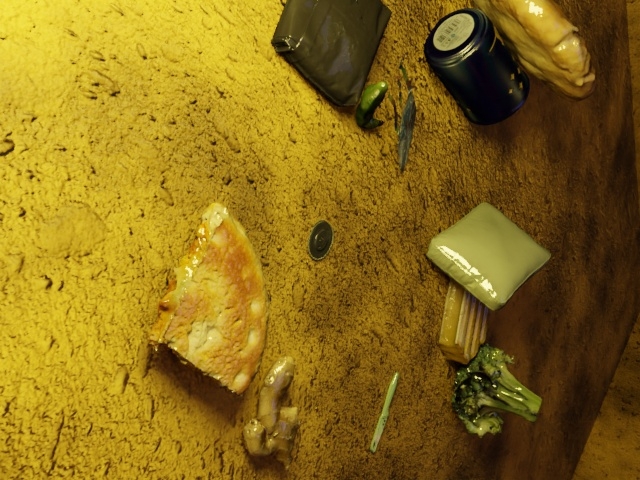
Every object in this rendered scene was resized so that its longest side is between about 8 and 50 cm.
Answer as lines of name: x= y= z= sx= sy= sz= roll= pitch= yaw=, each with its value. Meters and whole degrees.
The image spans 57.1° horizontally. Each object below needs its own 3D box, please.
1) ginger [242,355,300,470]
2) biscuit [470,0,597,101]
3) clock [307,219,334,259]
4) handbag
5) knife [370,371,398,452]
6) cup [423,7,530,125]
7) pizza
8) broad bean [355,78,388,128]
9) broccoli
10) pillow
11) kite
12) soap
ginger: x=-0.080 y=0.332 z=1.141 sx=0.133 sy=0.059 sz=0.214 roll=24 pitch=77 yaw=-40
biscuit: x=0.502 y=-0.507 z=1.439 sx=0.104 sy=0.446 sz=0.429 roll=-40 pitch=144 yaw=14
clock: x=0.000 y=0.000 z=1.202 sx=0.074 sy=0.010 sz=0.083 roll=40 pitch=67 yaw=-45
handbag: x=0.031 y=-0.407 z=1.108 sx=0.223 sy=0.080 sz=0.246 roll=34 pitch=72 yaw=-46
knife: x=0.162 y=0.428 z=1.467 sx=0.030 sy=0.014 sz=0.207 roll=32 pitch=74 yaw=-47
cup: x=0.363 y=-0.450 z=1.459 sx=0.178 sy=0.255 sz=0.256 roll=-42 pitch=135 yaw=13
pizza: x=-0.183 y=0.110 z=0.958 sx=0.226 sy=0.086 sz=0.335 roll=-17 pitch=108 yaw=-41
broad bean: x=0.101 y=-0.271 z=1.190 sx=0.195 sy=0.061 sz=0.046 roll=73 pitch=-2 yaw=-76
broccoli: x=0.499 y=0.443 z=1.675 sx=0.262 sy=0.244 sz=0.247 roll=-66 pitch=156 yaw=-7
pillow: x=0.452 y=0.033 z=1.574 sx=0.322 sy=0.255 sz=0.119 roll=-30 pitch=154 yaw=-43
kite: x=0.180 y=-0.264 z=1.267 sx=0.310 sy=0.015 sz=0.169 roll=38 pitch=64 yaw=-70
soap: x=0.412 y=0.217 z=1.660 sx=0.160 sy=0.080 sz=0.257 roll=15 pitch=86 yaw=-46
